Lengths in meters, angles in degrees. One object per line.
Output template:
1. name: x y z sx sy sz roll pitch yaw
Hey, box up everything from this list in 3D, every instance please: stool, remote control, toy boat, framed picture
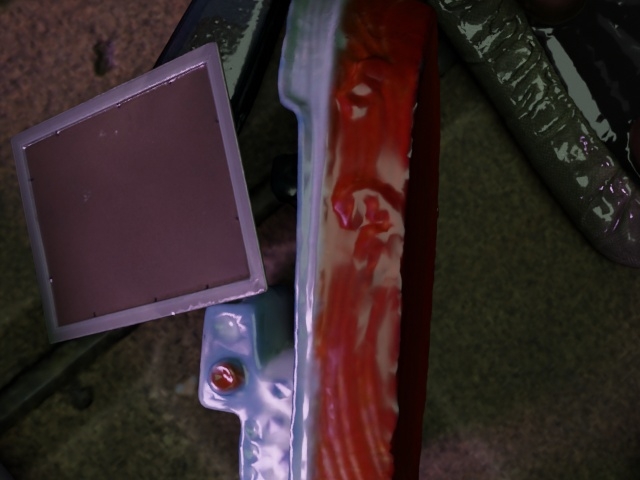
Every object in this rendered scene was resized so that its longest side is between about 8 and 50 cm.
1. stool: 0.266 -0.169 0.467 0.310 0.226 0.310 -39 95 -7
2. remote control: -0.082 -0.097 0.509 0.072 0.042 0.222 25 85 -2
3. toy boat: 0.000 0.000 0.475 0.133 0.145 0.332 4 90 17
4. framed picture: -0.115 -0.021 0.461 0.183 0.011 0.142 -16 85 31

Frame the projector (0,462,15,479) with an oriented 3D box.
1. projector: -0.255 0.136 0.447 0.108 0.108 0.337 -38 93 -7
